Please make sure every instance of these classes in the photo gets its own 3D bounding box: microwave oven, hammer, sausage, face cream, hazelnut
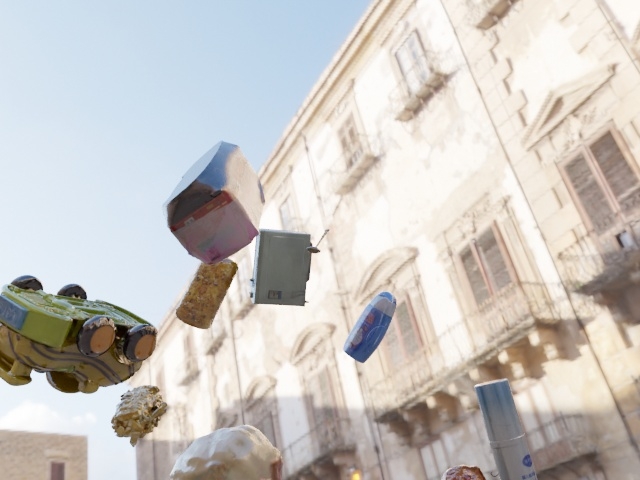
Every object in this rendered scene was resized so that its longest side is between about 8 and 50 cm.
[{"bbox_3d":[-0.112,0.073,1.826,0.163,0.204,0.129,5,3,-12],"label":"microwave oven"},{"bbox_3d":[0.000,0.000,1.357,0.029,0.123,0.014,11,-67,11],"label":"hammer"},{"bbox_3d":[0.288,0.623,1.436,0.097,0.094,0.348,11,-58,8],"label":"sausage"},{"bbox_3d":[0.182,0.297,2.300,0.083,0.149,0.264,31,-91,-31],"label":"face cream"},{"bbox_3d":[-0.201,0.532,1.417,0.261,0.261,0.241,-21,-26,14],"label":"hazelnut"},{"bbox_3d":[0.398,0.425,1.396,0.077,0.250,0.077,-14,-12,-3],"label":"face cream"}]

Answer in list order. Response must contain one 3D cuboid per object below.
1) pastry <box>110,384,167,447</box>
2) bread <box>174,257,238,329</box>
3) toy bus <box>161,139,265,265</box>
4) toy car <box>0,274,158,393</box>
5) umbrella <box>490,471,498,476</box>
[{"bbox_3d":[-0.517,0.498,1.892,0.154,0.102,0.250,0,8,-10],"label":"pastry"},{"bbox_3d":[-0.310,0.137,1.795,0.114,0.211,0.083,22,-10,11],"label":"bread"},{"bbox_3d":[-0.182,-0.074,1.179,0.128,0.302,0.147,-33,-73,10],"label":"toy bus"},{"bbox_3d":[-0.368,0.151,0.964,0.200,0.142,0.248,21,-2,34],"label":"toy car"},{"bbox_3d":[0.462,0.566,1.626,0.013,0.022,0.122,-44,-8,-41],"label":"umbrella"}]
